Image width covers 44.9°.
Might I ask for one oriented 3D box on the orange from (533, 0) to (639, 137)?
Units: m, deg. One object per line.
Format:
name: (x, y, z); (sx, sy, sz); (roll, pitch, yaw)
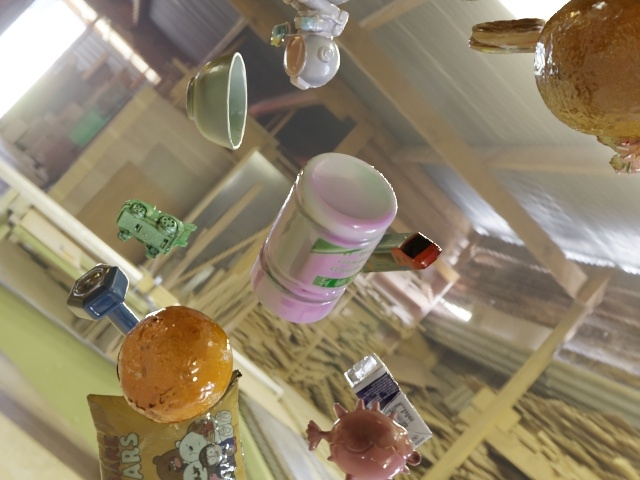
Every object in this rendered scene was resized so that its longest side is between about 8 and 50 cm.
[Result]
orange: (0.590, -0.353, 1.509); (0.322, 0.322, 0.357); (43, -11, -21)

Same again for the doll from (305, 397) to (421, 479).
doll: (0.094, 0.450, 1.704); (0.262, 0.211, 0.093); (8, -32, -5)

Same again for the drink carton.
drink carton: (0.166, 0.401, 1.898); (0.222, 0.102, 0.134); (54, -5, -8)

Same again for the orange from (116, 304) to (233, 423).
orange: (-0.229, 0.198, 1.239); (0.193, 0.193, 0.161); (38, 11, 39)

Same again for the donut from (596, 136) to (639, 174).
donut: (0.671, -0.202, 1.665); (0.166, 0.117, 0.065); (-90, -177, -52)

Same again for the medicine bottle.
medicine bottle: (0.000, 0.000, 1.603); (0.212, 0.212, 0.325); (41, -47, 11)

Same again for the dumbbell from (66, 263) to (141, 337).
dumbbell: (-0.496, 0.209, 1.984); (0.160, 0.144, 0.324); (4, -42, 39)

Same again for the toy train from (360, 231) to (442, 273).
toy train: (0.149, 0.029, 2.004); (0.409, 0.086, 0.089); (-5, -61, 59)

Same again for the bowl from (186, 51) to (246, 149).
bowl: (-0.318, -0.421, 2.332); (0.146, 0.289, 0.289); (3, -10, 5)

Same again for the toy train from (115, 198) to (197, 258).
toy train: (-0.345, -0.028, 1.606); (0.149, 0.099, 0.081); (32, 37, -5)

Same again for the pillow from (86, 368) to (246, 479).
pillow: (-0.295, 0.426, 1.547); (0.119, 0.313, 0.310); (-141, -134, -68)

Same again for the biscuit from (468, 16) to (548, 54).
biscuit: (0.470, -0.501, 1.935); (0.262, 0.052, 0.277); (5, 6, 31)

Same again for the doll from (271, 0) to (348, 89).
doll: (-0.001, -0.419, 1.420); (0.151, 0.287, 0.151); (10, 6, -1)
